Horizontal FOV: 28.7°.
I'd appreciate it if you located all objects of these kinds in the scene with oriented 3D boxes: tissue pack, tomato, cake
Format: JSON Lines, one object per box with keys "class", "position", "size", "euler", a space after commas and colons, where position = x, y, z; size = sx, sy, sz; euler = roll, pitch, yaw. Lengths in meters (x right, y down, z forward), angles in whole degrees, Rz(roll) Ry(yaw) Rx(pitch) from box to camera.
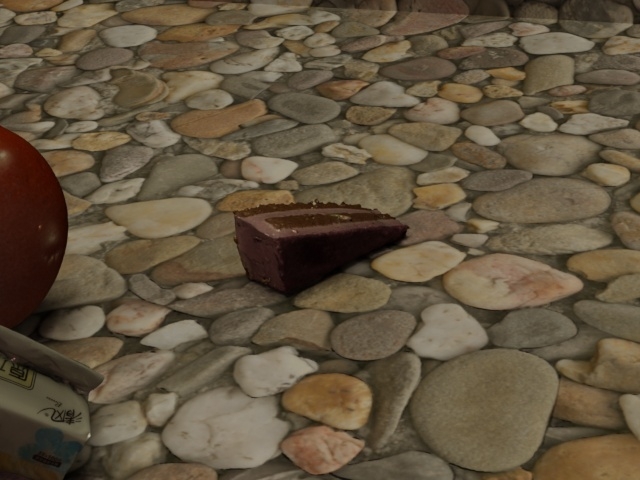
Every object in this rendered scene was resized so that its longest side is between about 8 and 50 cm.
{"class": "tissue pack", "position": [-0.372, 0.154, 1.422], "size": [0.229, 0.145, 0.159], "euler": [25, 20, -21]}
{"class": "tomato", "position": [-0.515, -0.007, 1.656], "size": [0.342, 0.341, 0.272], "euler": [2, 27, 11]}
{"class": "cake", "position": [0.000, 0.000, 1.854], "size": [0.295, 0.112, 0.116], "euler": [-13, 32, -42]}
